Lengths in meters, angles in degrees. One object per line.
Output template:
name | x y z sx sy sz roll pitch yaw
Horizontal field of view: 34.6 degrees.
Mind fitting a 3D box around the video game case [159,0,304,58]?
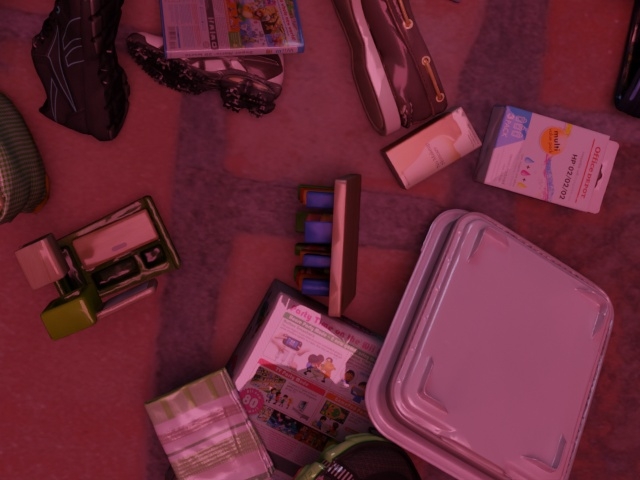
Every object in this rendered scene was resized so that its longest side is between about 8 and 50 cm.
video game case | -0.109 -0.271 1.242 0.166 0.015 0.119 -4 58 -9

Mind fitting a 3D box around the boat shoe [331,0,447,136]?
boat shoe | 0.070 -0.294 1.253 0.096 0.116 0.324 -20 103 -9

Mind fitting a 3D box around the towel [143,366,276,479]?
towel | -0.134 0.243 1.243 0.113 0.023 0.152 -25 98 -2

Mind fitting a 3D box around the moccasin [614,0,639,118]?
moccasin | 0.434 -0.319 1.281 0.116 0.138 0.342 2 96 -3

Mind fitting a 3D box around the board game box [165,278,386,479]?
board game box | -0.032 0.238 1.313 0.224 0.097 0.303 29 94 -10

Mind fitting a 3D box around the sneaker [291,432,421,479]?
sneaker | 0.115 0.415 1.235 0.185 0.202 0.483 -39 123 -15

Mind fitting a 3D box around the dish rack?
dish rack | 0.229 0.136 1.262 0.285 0.072 0.333 32 62 -11

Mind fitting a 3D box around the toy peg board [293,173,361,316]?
toy peg board | 0.000 0.000 1.263 0.079 0.160 0.161 3 97 8

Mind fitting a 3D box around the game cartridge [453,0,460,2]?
game cartridge | 0.173 -0.349 1.306 0.056 0.017 0.083 18 95 -12

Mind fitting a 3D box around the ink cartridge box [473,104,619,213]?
ink cartridge box | 0.302 -0.101 1.327 0.181 0.061 0.104 15 95 -9

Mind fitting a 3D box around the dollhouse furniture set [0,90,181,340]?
dollhouse furniture set | -0.295 -0.064 1.192 0.151 0.197 0.302 -24 100 -2

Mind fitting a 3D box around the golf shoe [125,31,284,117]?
golf shoe | -0.139 -0.226 1.264 0.198 0.077 0.094 21 72 -7

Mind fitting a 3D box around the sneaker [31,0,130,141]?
sneaker | -0.286 -0.233 1.183 0.106 0.101 0.267 13 129 8

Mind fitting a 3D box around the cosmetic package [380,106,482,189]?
cosmetic package | 0.141 -0.119 1.316 0.115 0.041 0.060 -32 100 -2
